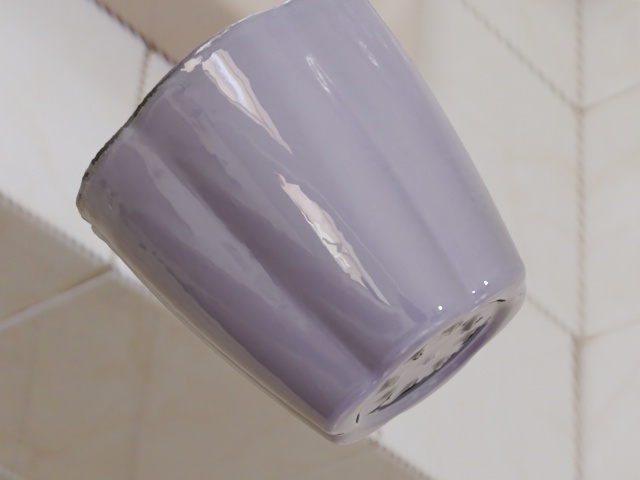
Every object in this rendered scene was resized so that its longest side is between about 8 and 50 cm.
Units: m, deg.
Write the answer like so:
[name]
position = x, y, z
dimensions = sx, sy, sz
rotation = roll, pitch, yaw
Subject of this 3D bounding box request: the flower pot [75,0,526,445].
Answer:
[flower pot]
position = 0.000, 0.000, 1.200
dimensions = 0.243, 0.265, 0.265
rotation = 53, 30, 17
